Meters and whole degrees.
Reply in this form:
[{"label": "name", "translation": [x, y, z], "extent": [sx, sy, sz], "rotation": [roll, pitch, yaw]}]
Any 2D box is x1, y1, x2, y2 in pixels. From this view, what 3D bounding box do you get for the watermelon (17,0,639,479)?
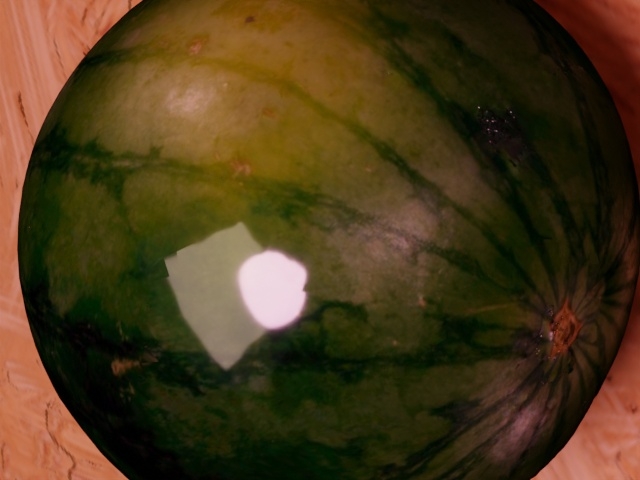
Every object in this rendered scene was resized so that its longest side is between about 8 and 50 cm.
[{"label": "watermelon", "translation": [0.003, 0.001, 0.684], "extent": [0.242, 0.242, 0.242], "rotation": [15, 113, 40]}]
